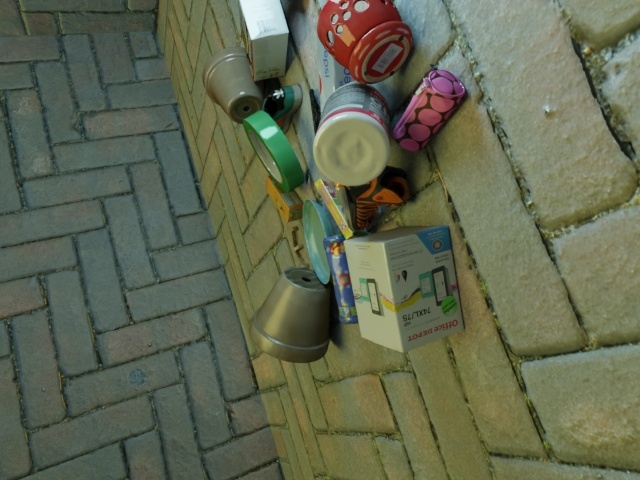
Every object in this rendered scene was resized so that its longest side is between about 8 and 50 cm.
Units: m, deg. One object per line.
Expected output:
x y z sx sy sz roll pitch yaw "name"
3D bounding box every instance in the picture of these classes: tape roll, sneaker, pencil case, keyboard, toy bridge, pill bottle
-0.179 -0.336 1.859 0.321 0.077 0.321 55 171 14 "tape roll"
0.156 -0.107 1.345 0.321 0.180 0.124 48 -138 -70 "sneaker"
-0.175 -0.493 1.862 0.302 0.121 0.108 -43 62 62 "sneaker"
0.234 -0.290 1.109 0.095 0.098 0.209 67 154 22 "pencil case"
-0.008 -0.419 1.666 0.100 0.038 0.192 -105 6 -78 "keyboard"
-0.094 0.031 2.068 0.063 0.026 0.188 -35 70 65 "toy bridge"
0.092 0.116 1.593 0.133 0.119 0.306 -42 -59 -81 "pencil case"
0.085 -0.284 1.210 0.318 0.176 0.176 -79 -4 -54 "pill bottle"

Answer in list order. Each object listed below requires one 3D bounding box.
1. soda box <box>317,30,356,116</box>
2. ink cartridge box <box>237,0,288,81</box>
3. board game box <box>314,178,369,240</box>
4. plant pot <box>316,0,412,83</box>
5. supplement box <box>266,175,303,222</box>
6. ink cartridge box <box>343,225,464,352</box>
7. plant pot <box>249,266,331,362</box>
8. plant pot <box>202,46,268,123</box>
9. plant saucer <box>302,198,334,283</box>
0.056 -0.453 1.419 0.098 0.091 0.286 33 131 58 "soda box"
-0.212 -0.757 1.708 0.309 0.130 0.271 129 126 -80 "ink cartridge box"
0.078 -0.078 1.530 0.039 0.124 0.259 -39 59 24 "board game box"
0.110 -0.490 1.167 0.174 0.191 0.191 61 151 25 "plant pot"
-0.150 -0.180 2.023 0.078 0.080 0.233 101 148 -43 "supplement box"
0.210 0.113 1.243 0.197 0.198 0.270 2 105 64 "ink cartridge box"
-0.091 0.265 1.890 0.323 0.323 0.280 43 123 51 "plant pot"
-0.317 -0.585 1.925 0.263 0.263 0.229 109 147 -50 "plant pot"
0.000 0.000 1.776 0.317 0.044 0.317 167 90 -76 "plant saucer"
